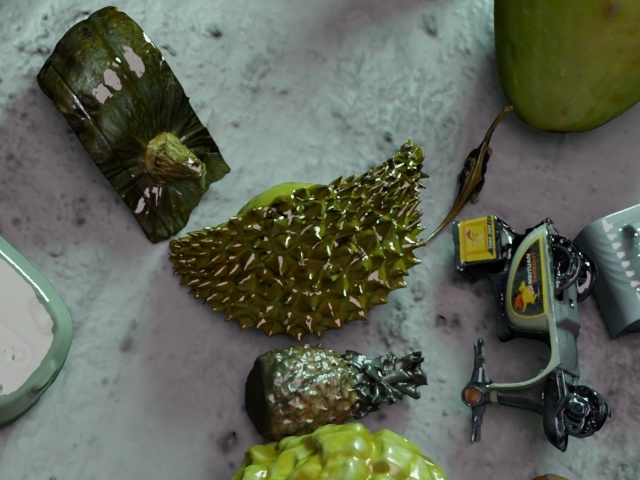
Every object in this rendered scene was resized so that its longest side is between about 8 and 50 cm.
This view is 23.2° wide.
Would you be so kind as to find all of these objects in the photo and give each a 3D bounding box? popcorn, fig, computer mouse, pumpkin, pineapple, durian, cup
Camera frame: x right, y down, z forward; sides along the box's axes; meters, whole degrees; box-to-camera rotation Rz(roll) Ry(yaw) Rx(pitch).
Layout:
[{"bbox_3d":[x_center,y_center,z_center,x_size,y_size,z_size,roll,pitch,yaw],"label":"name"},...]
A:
[{"bbox_3d":[0.010,0.307,1.532,0.257,0.224,0.270,13,112,-1],"label":"popcorn"},{"bbox_3d":[0.311,-0.271,1.731,0.258,0.258,0.326,26,103,0],"label":"fig"},{"bbox_3d":[-0.414,0.054,1.618,0.331,0.095,0.197,41,73,-4],"label":"computer mouse"},{"bbox_3d":[-0.207,-0.134,1.685,0.131,0.126,0.248,-39,83,-15],"label":"pumpkin"},{"bbox_3d":[0.021,0.155,1.653,0.197,0.108,0.108,-8,74,-22],"label":"pineapple"},{"bbox_3d":[0.000,0.000,1.682,0.306,0.166,0.172,-30,110,-10],"label":"durian"},{"bbox_3d":[0.350,0.032,1.718,0.095,0.128,0.129,-21,75,-12],"label":"cup"}]

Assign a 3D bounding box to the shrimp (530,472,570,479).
[{"bbox_3d":[0.222,0.334,1.654,0.101,0.042,0.190,36,71,-5],"label":"shrimp"}]

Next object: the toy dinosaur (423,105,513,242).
[{"bbox_3d":[0.171,-0.072,1.767,0.037,0.058,0.180,23,91,14],"label":"toy dinosaur"}]

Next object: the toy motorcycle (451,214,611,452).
[{"bbox_3d":[0.225,0.100,1.679,0.157,0.091,0.263,-10,71,22],"label":"toy motorcycle"}]
